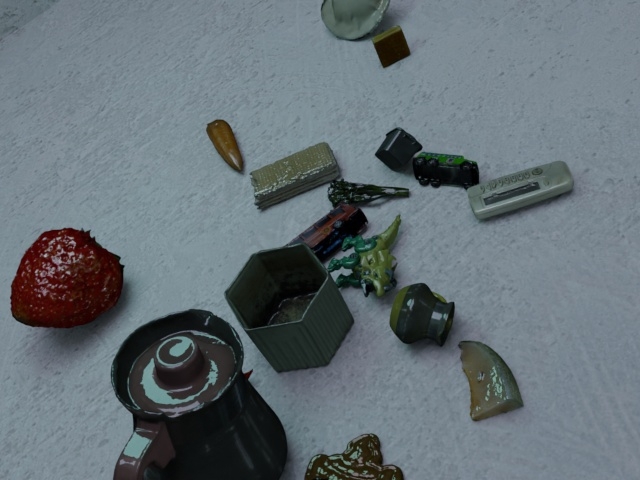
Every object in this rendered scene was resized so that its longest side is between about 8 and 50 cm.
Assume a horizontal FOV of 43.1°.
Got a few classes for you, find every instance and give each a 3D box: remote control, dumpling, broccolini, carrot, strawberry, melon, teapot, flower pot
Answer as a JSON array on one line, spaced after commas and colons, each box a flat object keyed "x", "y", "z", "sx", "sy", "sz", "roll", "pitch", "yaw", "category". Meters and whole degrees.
[{"x": 0.451, "y": -0.112, "z": 1.830, "sx": 0.230, "sy": 0.049, "sz": 0.090, "roll": -17, "pitch": 48, "yaw": 9, "category": "remote control"}, {"x": 0.112, "y": -0.683, "z": 2.422, "sx": 0.247, "sy": 0.142, "sz": 0.172, "roll": -8, "pitch": 79, "yaw": 35, "category": "dumpling"}, {"x": 0.113, "y": -0.127, "z": 1.980, "sx": 0.203, "sy": 0.068, "sz": 0.091, "roll": -10, "pitch": 29, "yaw": 15, "category": "broccolini"}, {"x": -0.254, "y": -0.256, "z": 2.256, "sx": 0.072, "sy": 0.072, "sz": 0.205, "roll": -30, "pitch": 52, "yaw": -3, "category": "carrot"}, {"x": -0.631, "y": 0.106, "z": 1.978, "sx": 0.257, "sy": 0.257, "sz": 0.277, "roll": 7, "pitch": 44, "yaw": 29, "category": "strawberry"}, {"x": 0.324, "y": 0.257, "z": 1.581, "sx": 0.098, "sy": 0.054, "sz": 0.182, "roll": -26, "pitch": 44, "yaw": 22, "category": "melon"}, {"x": 0.217, "y": 0.149, "z": 1.673, "sx": 0.119, "sy": 0.130, "sz": 0.166, "roll": 17, "pitch": 27, "yaw": 17, "category": "teapot"}, {"x": -0.244, "y": 0.349, "z": 1.478, "sx": 0.306, "sy": 0.361, "sz": 0.376, "roll": 6, "pitch": 41, "yaw": 20, "category": "teapot"}, {"x": -0.064, "y": 0.144, "z": 1.740, "sx": 0.239, "sy": 0.189, "sz": 0.209, "roll": -12, "pitch": 48, "yaw": 15, "category": "flower pot"}]

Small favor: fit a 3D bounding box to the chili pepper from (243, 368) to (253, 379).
[{"x": -0.262, "y": 0.347, "z": 1.752, "sx": 0.268, "sy": 0.059, "sz": 0.050, "roll": -23, "pitch": 84, "yaw": 0, "category": "chili pepper"}]

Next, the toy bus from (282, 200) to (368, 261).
[{"x": 0.000, "y": 0.000, "z": 1.918, "sx": 0.235, "sy": 0.073, "sz": 0.096, "roll": -39, "pitch": 40, "yaw": -10, "category": "toy bus"}]

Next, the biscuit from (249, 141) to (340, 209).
[{"x": -0.071, "y": -0.169, "z": 2.098, "sx": 0.239, "sy": 0.062, "sz": 0.108, "roll": -23, "pitch": 46, "yaw": 4, "category": "biscuit"}]

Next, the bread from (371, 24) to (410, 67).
[{"x": 0.199, "y": -0.545, "z": 2.281, "sx": 0.090, "sy": 0.094, "sz": 0.035, "roll": -27, "pitch": 45, "yaw": 3, "category": "bread"}]

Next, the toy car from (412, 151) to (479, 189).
[{"x": 0.302, "y": -0.170, "z": 1.933, "sx": 0.165, "sy": 0.071, "sz": 0.062, "roll": 9, "pitch": 42, "yaw": 30, "category": "toy car"}]

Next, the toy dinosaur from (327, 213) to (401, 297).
[{"x": 0.116, "y": 0.029, "z": 1.834, "sx": 0.153, "sy": 0.094, "sz": 0.259, "roll": 0, "pitch": 44, "yaw": 24, "category": "toy dinosaur"}]

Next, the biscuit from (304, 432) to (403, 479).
[{"x": 0.049, "y": 0.487, "z": 1.499, "sx": 0.209, "sy": 0.041, "sz": 0.290, "roll": 4, "pitch": 54, "yaw": 25, "category": "biscuit"}]

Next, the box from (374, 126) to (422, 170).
[{"x": 0.188, "y": -0.221, "z": 1.993, "sx": 0.069, "sy": 0.084, "sz": 0.122, "roll": -53, "pitch": 7, "yaw": -10, "category": "box"}]
